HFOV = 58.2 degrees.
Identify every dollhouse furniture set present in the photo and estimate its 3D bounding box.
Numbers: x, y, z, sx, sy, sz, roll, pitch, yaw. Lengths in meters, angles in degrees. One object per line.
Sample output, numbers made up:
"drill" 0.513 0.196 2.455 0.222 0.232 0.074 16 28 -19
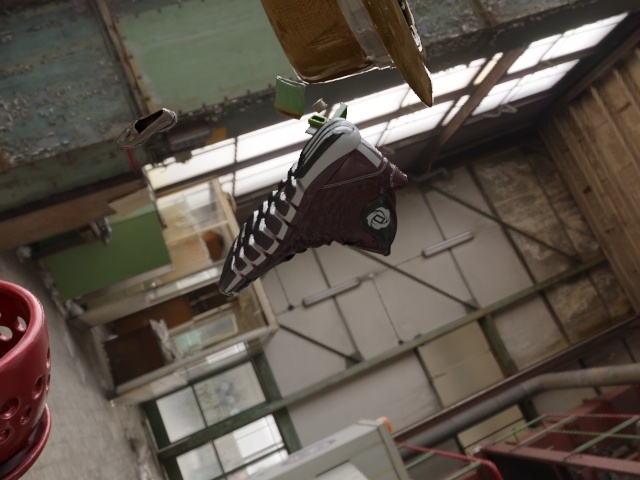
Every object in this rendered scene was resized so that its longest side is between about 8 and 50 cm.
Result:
"dollhouse furniture set" -0.029 -0.240 1.066 0.151 0.058 0.076 20 -39 13

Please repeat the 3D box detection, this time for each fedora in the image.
"fedora" 0.007 -0.155 0.358 0.194 0.079 0.194 55 23 -37

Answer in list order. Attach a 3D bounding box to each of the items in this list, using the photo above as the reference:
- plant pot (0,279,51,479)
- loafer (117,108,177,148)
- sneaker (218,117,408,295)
"plant pot" -0.373 0.155 0.586 0.191 0.191 0.174 -129 -143 -49
"loafer" -0.326 -0.210 1.056 0.039 0.125 0.045 33 36 -69
"sneaker" 0.000 0.000 0.713 0.281 0.162 0.106 -48 -159 29
